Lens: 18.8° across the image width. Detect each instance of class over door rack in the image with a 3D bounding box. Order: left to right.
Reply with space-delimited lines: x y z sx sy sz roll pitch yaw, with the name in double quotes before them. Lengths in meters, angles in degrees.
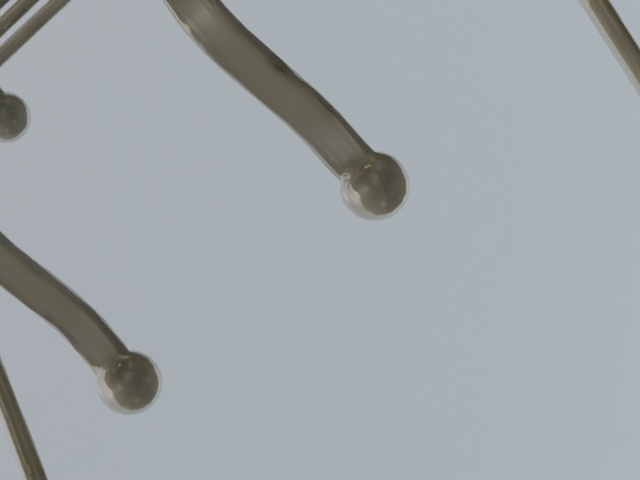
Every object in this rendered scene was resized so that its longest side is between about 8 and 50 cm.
"over door rack" 0.000 0.000 0.538 0.108 0.239 0.324 28 -149 -42
